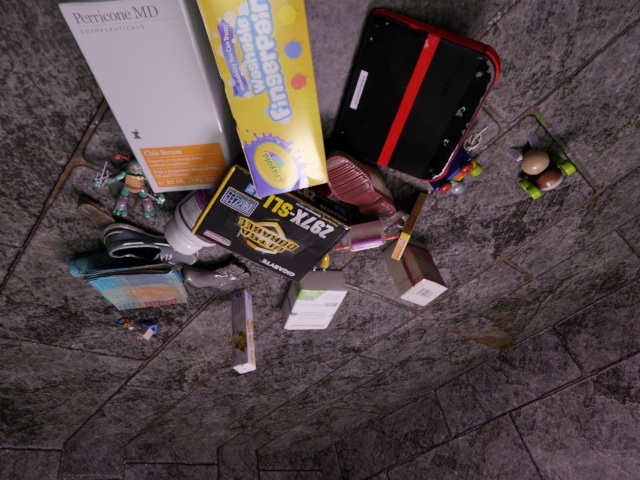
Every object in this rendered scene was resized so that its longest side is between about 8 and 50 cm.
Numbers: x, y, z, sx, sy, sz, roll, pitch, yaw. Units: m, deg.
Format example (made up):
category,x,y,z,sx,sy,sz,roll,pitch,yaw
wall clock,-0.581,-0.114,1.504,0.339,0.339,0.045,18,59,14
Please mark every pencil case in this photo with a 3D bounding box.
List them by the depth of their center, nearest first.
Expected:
category,x,y,z,sx,sy,sz,roll,pitch,yaw
pencil case,-0.729,0.073,1.362,0.152,0.064,0.070,-12,123,-4

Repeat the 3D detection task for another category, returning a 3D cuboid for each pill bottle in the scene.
category,x,y,z,sx,sy,sz,roll,pitch,yaw
pill bottle,-0.316,-0.087,1.232,0.302,0.169,0.169,-35,136,22

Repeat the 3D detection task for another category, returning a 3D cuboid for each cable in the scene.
category,x,y,z,sx,sy,sz,roll,pitch,yaw
cable,0.000,0.000,1.540,0.140,0.072,0.287,18,119,-11

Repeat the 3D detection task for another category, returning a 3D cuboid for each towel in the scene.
category,x,y,z,sx,sy,sz,roll,pitch,yaw
towel,-0.612,0.170,1.448,0.272,0.040,0.370,-5,156,-11

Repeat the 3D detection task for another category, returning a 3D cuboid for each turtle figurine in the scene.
category,x,y,z,sx,sy,sz,roll,pitch,yaw
turtle figurine,-0.508,-0.149,1.144,0.175,0.118,0.234,16,147,-13

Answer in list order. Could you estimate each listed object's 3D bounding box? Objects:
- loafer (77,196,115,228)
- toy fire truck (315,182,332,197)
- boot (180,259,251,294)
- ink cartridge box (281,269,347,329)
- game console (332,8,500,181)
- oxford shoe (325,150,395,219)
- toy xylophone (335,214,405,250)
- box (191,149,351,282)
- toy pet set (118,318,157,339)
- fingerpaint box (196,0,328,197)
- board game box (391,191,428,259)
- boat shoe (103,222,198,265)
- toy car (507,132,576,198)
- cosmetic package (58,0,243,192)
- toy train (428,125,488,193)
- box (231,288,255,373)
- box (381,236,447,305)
category,x,y,z,sx,sy,sz,roll,pitch,yaw
loafer,-0.653,-0.083,1.226,0.056,0.050,0.148,-22,155,-6
toy fire truck,-0.076,-0.062,1.302,0.169,0.254,0.302,47,117,0
boot,-0.369,0.111,1.505,0.161,0.083,0.246,-32,152,13
ink cartridge box,-0.033,0.248,1.740,0.199,0.114,0.272,4,135,-21
game console,0.236,-0.355,1.101,0.342,0.060,0.386,22,133,4
oxford shoe,0.116,-0.187,1.292,0.123,0.130,0.348,-18,147,26
toy xylophone,0.179,-0.019,1.427,0.236,0.081,0.323,-12,177,12
box,-0.123,-0.046,1.061,0.322,0.079,0.257,28,128,-21
toy pet set,-0.729,0.347,1.694,0.114,0.065,0.122,12,141,21
fingerpaint box,-0.116,-0.376,0.818,0.163,0.371,0.444,-13,139,-3
board game box,0.311,-0.059,1.439,0.039,0.259,0.124,26,137,12
boat shoe,-0.535,0.041,1.348,0.116,0.099,0.320,-40,141,22
toy car,0.728,-0.266,1.424,0.155,0.149,0.188,-40,105,21
cosmetic package,-0.330,-0.328,0.936,0.230,0.161,0.453,-4,139,3
toy train,0.480,-0.251,1.359,0.143,0.105,0.248,12,133,-42
box,-0.297,0.339,1.599,0.063,0.323,0.067,-18,139,8
box,0.361,0.114,1.622,0.149,0.232,0.127,21,127,-35
